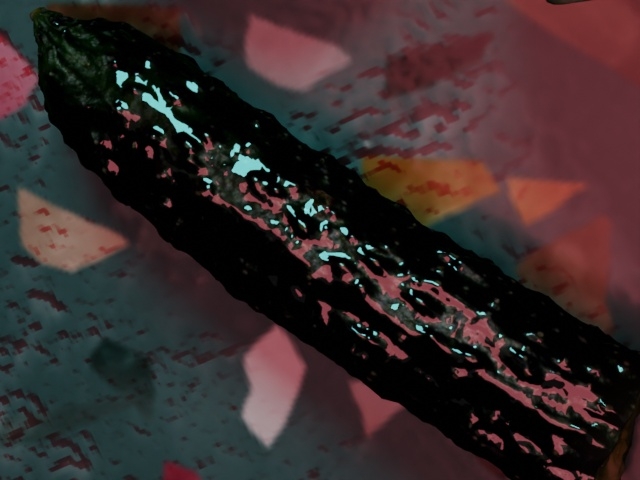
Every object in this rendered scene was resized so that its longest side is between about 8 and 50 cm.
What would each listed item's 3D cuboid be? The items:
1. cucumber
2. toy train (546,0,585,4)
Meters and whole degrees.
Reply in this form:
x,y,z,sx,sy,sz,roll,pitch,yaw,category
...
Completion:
x,y,z,sx,sy,sz,roll,pitch,yaw,category
-0.001,0.002,0.783,0.300,0.072,0.072,33,106,10,cucumber
0.145,-0.164,0.621,0.299,0.238,0.166,-1,99,19,toy train
